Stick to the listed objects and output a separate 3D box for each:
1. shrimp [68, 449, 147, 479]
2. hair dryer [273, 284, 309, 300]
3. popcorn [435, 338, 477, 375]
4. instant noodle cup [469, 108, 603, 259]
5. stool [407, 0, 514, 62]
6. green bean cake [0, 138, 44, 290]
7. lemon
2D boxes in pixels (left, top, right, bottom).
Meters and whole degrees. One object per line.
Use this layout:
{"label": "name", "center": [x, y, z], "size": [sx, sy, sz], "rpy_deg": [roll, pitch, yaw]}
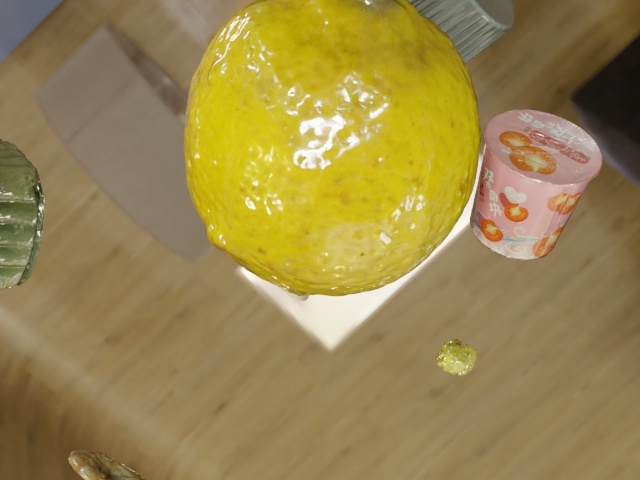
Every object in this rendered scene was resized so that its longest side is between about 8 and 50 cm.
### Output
{"label": "shrimp", "center": [-0.285, 0.351, 1.622], "size": [0.180, 0.041, 0.099], "rpy_deg": [33, 176, -23]}
{"label": "hair dryer", "center": [0.000, 0.000, 1.647], "size": [0.128, 0.203, 0.362], "rpy_deg": [32, -179, -15]}
{"label": "popcorn", "center": [0.250, 0.216, 2.048], "size": [0.083, 0.060, 0.068], "rpy_deg": [5, -160, -25]}
{"label": "instant noodle cup", "center": [0.421, -0.108, 2.284], "size": [0.243, 0.243, 0.231], "rpy_deg": [50, 143, 34]}
{"label": "stool", "center": [0.173, -0.430, 2.171], "size": [0.297, 0.330, 0.297], "rpy_deg": [35, -141, -35]}
{"label": "green bean cake", "center": [-0.539, -0.042, 1.834], "size": [0.125, 0.223, 0.227], "rpy_deg": [-1, -154, -34]}
{"label": "lemon", "center": [0.013, -0.122, 1.269], "size": [0.349, 0.387, 0.350], "rpy_deg": [13, -139, -11]}
